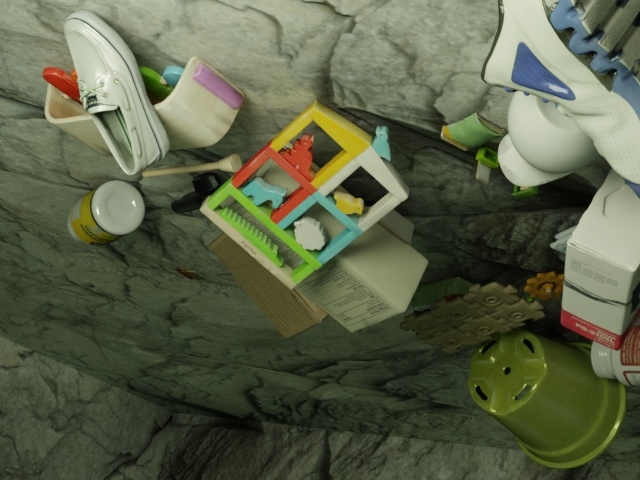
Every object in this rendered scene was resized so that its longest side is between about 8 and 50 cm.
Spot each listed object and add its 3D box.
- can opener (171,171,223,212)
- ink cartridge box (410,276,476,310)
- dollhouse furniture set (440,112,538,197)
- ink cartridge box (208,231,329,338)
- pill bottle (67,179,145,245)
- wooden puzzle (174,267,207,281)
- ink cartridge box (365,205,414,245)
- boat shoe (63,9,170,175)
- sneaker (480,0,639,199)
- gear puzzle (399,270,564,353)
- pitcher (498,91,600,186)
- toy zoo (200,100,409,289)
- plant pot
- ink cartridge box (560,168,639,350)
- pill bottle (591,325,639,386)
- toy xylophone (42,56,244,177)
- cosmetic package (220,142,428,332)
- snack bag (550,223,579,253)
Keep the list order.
[{"bbox_3d":[-0.205,-0.078,1.942,0.059,0.073,0.186,-22,-176,-31],"label":"can opener"},{"bbox_3d":[0.256,0.137,2.250,0.171,0.056,0.235,24,156,-32],"label":"ink cartridge box"},{"bbox_3d":[0.237,-0.114,1.529,0.152,0.058,0.076,24,158,-31],"label":"dollhouse furniture set"},{"bbox_3d":[-0.077,0.052,1.994,0.234,0.088,0.193,51,154,-3],"label":"ink cartridge box"},{"bbox_3d":[-0.408,-0.046,2.066,0.103,0.103,0.184,22,159,-26],"label":"pill bottle"},{"bbox_3d":[-0.289,0.076,2.489,0.049,0.006,0.083,1,158,30],"label":"wooden puzzle"},{"bbox_3d":[0.073,0.000,1.908,0.143,0.092,0.090,-4,155,38],"label":"ink cartridge box"},{"bbox_3d":[-0.276,-0.191,1.451,0.083,0.076,0.226,-14,115,41],"label":"boat shoe"},{"bbox_3d":[0.283,-0.179,1.174,0.182,0.127,0.315,5,137,55],"label":"sneaker"},{"bbox_3d":[0.317,0.118,2.075,0.175,0.044,0.339,30,138,-35],"label":"gear puzzle"},{"bbox_3d":[0.312,-0.142,1.338,0.178,0.125,0.207,-14,166,0],"label":"pitcher"},{"bbox_3d":[-0.009,-0.073,1.600,0.192,0.030,0.293,41,118,-16],"label":"toy zoo"},{"bbox_3d":[0.441,0.302,2.255,0.276,0.276,0.254,-6,154,43],"label":"plant pot"},{"bbox_3d":[0.419,0.018,1.535,0.100,0.172,0.237,26,156,23],"label":"ink cartridge box"},{"bbox_3d":[0.646,0.225,2.148,0.216,0.121,0.121,-5,155,42],"label":"pill bottle"},{"bbox_3d":[-0.253,-0.177,1.622,0.323,0.081,0.236,2,158,29],"label":"toy xylophone"},{"bbox_3d":[0.000,0.000,1.758,0.309,0.113,0.160,40,146,-17],"label":"cosmetic package"},{"bbox_3d":[0.584,0.015,1.715,0.343,0.037,0.323,18,160,-16],"label":"snack bag"}]
